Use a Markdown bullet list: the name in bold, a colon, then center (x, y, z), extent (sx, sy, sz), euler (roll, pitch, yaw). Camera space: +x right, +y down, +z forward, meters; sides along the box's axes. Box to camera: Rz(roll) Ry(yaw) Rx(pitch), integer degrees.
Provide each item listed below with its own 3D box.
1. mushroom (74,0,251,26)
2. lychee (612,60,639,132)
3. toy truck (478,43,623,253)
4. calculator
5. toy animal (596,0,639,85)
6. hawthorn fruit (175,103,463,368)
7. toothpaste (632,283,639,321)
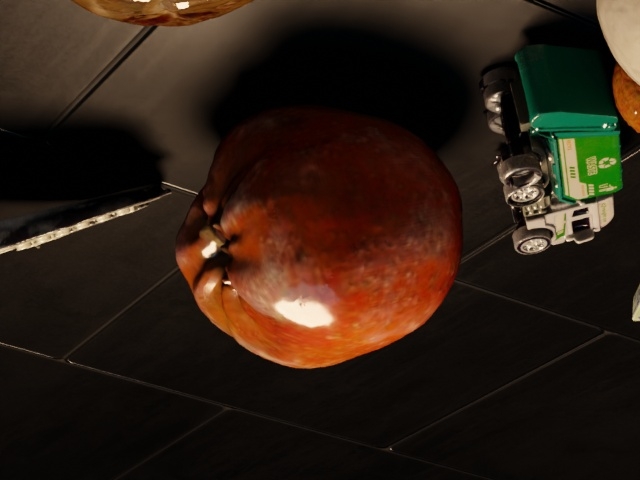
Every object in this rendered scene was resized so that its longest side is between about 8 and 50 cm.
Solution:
- **mushroom**: center (-0.122, -0.252, 1.470), extent (0.278, 0.146, 0.278), euler (1, 160, 0)
- **lychee**: center (0.317, -0.148, 1.669), extent (0.114, 0.101, 0.140), euler (-29, 162, -23)
- **toy truck**: center (0.222, -0.088, 1.788), extent (0.124, 0.114, 0.253), euler (-12, 151, 6)
- **calculator**: center (-0.282, -0.014, 1.946), extent (0.268, 0.040, 0.177), euler (-14, -177, 4)
- **toy animal**: center (0.349, -0.197, 1.463), extent (0.265, 0.206, 0.271), euler (-8, 153, 12)
- **hawthorn fruit**: center (0.000, 0.000, 1.816), extent (0.284, 0.284, 0.284), euler (3, 152, 1)
- **toothpaste**: center (0.388, 0.043, 2.096), extent (0.046, 0.034, 0.164), euler (7, 152, 0)
